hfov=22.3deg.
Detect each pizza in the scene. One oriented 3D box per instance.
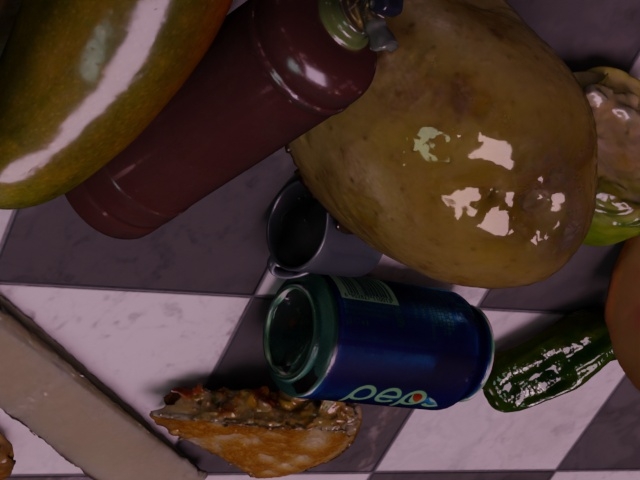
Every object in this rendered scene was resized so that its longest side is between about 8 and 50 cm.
[{"bbox_3d":[-0.071,0.168,1.537,0.199,0.062,0.188,18,148,-29],"label":"pizza"}]

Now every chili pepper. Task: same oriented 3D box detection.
[{"bbox_3d":[0.256,0.109,1.645,0.204,0.073,0.072,-27,126,-1],"label":"chili pepper"}]

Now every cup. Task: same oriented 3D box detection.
[{"bbox_3d":[0.000,0.000,1.391,0.077,0.078,0.100,14,134,-42],"label":"cup"}]

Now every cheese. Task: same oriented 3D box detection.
[{"bbox_3d":[-0.228,0.150,1.465,0.085,0.034,0.400,-36,139,5],"label":"cheese"}]

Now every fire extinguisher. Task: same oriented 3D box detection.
[{"bbox_3d":[-0.051,-0.128,1.148,0.344,0.138,0.102,-31,160,36],"label":"fire extinguisher"}]

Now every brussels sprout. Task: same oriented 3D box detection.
[{"bbox_3d":[0.231,-0.067,1.403,0.149,0.152,0.122,-27,178,-38],"label":"brussels sprout"}]

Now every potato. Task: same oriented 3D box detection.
[{"bbox_3d":[0.105,-0.077,1.239,0.242,0.242,0.285,-16,128,-11],"label":"potato"}]

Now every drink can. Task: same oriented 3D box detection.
[{"bbox_3d":[0.054,0.093,1.483,0.204,0.118,0.118,10,128,-33],"label":"drink can"}]

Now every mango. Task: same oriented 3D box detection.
[{"bbox_3d":[-0.138,-0.148,1.076,0.129,0.146,0.289,31,101,-14],"label":"mango"}]

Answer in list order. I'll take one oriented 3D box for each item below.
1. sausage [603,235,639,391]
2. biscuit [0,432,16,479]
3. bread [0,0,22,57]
[{"bbox_3d":[0.459,0.073,1.585,0.287,0.233,0.233,12,127,-37],"label":"sausage"},{"bbox_3d":[-0.360,0.163,1.412,0.118,0.029,0.247,-24,140,8],"label":"biscuit"},{"bbox_3d":[-0.327,-0.104,1.124,0.286,0.056,0.207,-10,134,-18],"label":"bread"}]
